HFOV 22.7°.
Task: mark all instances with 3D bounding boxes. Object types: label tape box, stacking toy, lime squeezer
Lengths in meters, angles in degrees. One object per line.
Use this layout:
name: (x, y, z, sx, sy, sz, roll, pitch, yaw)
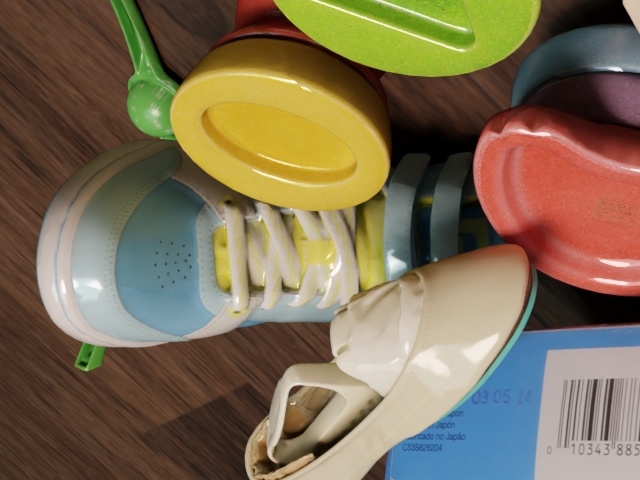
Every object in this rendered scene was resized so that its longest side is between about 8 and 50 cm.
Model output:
label tape box: (0.242, 0.135, 0.971, 0.334, 0.105, 0.241, 18, 164, -38)
stacking toy: (0.095, -0.112, 0.803, 0.309, 0.130, 0.279, 17, 149, 0)
lime squeezer: (-0.134, -0.068, 1.137, 0.059, 0.110, 0.310, 26, 119, 48)

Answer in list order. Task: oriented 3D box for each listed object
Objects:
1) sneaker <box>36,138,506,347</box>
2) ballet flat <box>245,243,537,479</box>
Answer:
sneaker: (0.000, 0.000, 0.948, 0.208, 0.319, 0.127, 2, 97, 34)
ballet flat: (0.027, 0.077, 0.898, 0.086, 0.086, 0.248, 38, 134, 0)
